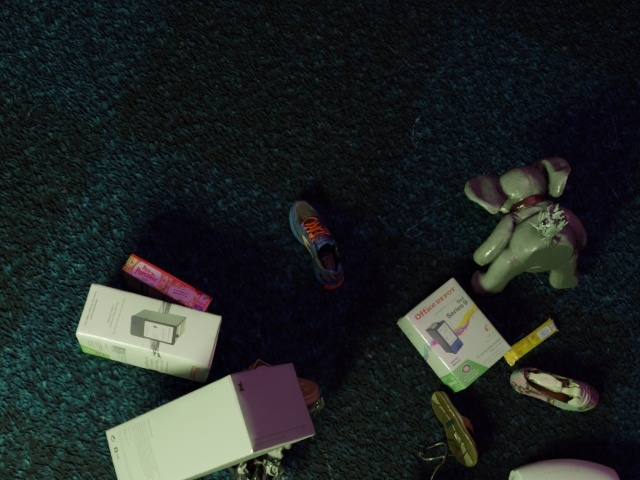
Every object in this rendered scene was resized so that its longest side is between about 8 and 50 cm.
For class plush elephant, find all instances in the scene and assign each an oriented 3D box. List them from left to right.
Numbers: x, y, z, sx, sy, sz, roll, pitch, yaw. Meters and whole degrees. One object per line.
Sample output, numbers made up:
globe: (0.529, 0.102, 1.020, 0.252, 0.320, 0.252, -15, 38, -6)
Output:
plush elephant: (0.474, -0.055, 2.032, 0.272, 0.330, 0.255, -8, 56, -5)

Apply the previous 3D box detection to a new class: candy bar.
candy bar: (0.498, 0.237, 2.063, 0.161, 0.018, 0.040, -32, 85, -18)

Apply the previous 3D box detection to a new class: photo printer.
photo printer: (0.541, 0.633, 1.902, 0.256, 0.107, 0.307, 2, 73, -10)

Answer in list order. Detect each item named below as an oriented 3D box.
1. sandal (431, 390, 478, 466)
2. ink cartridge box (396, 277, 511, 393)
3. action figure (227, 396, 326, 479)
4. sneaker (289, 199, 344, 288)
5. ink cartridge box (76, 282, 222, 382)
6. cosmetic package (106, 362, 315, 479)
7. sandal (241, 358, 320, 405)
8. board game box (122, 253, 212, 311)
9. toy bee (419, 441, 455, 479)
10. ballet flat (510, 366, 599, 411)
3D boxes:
sandal: (0.309, 0.416, 1.955, 0.049, 0.072, 0.180, -14, 71, -36)
ink cartridge box: (0.302, 0.216, 1.994, 0.154, 0.093, 0.212, -36, 81, -18)
action figure: (-0.115, 0.420, 1.822, 0.164, 0.141, 0.275, 19, 61, 36)
sneaker: (0.000, 0.000, 2.006, 0.083, 0.087, 0.221, -26, 80, -17)
ink cartridge box: (-0.353, 0.197, 1.821, 0.273, 0.198, 0.114, 15, 70, -6)
cosmetic package: (-0.218, 0.369, 1.690, 0.197, 0.366, 0.155, 0, 68, -52)
sandal: (-0.112, 0.285, 1.837, 0.088, 0.240, 0.079, -44, 128, -47)
board game box: (-0.330, 0.111, 1.880, 0.193, 0.147, 0.045, 29, 71, -1)
toy bee: (0.218, 0.582, 1.833, 0.298, 0.195, 0.162, -28, 104, -28)
ballet flat: (0.548, 0.340, 2.008, 0.222, 0.079, 0.076, 17, 70, -5)
